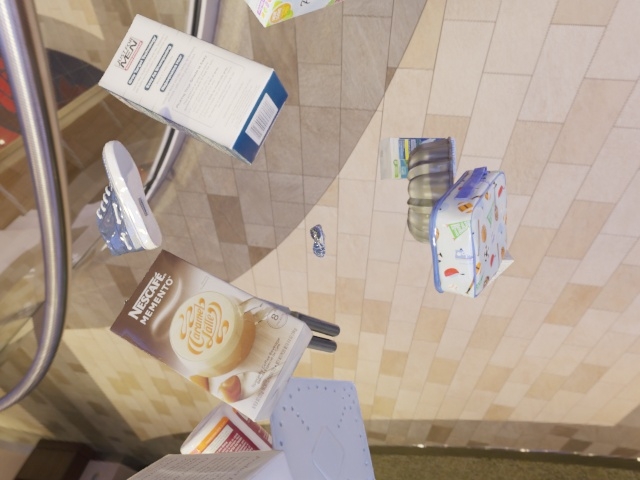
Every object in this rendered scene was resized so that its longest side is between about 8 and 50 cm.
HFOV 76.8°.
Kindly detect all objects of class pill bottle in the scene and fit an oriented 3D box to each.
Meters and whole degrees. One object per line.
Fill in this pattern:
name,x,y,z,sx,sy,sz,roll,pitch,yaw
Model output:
pill bottle,-0.247,0.737,1.339,0.392,0.224,0.224,45,130,1

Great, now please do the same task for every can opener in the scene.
can opener,-0.073,0.184,0.865,0.095,0.076,0.283,-1,160,39

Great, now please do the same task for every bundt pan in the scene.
bundt pan,0.323,-0.138,1.209,0.124,0.331,0.331,0,132,14

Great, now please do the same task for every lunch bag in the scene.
lunch bag,0.347,-0.032,0.929,0.115,0.303,0.243,4,121,36

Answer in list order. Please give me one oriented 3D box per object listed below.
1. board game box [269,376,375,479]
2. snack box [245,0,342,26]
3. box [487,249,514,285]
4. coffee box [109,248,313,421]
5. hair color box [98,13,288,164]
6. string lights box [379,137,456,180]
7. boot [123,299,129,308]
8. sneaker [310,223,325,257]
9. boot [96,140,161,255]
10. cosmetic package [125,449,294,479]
board game box,0.005,0.570,1.066,0.050,0.390,0.390,-30,146,28
snack box,0.005,-0.407,0.556,0.070,0.207,0.174,53,149,0
box,0.497,0.078,1.249,0.126,0.072,0.137,1,139,-26
coffee box,-0.154,0.135,0.590,0.246,0.141,0.098,24,163,15
hair color box,-0.260,-0.311,0.833,0.347,0.174,0.105,28,178,15
string lights box,0.331,-0.276,1.367,0.259,0.077,0.133,-6,95,-21
boot,-0.526,0.240,1.189,0.137,0.198,0.077,2,110,-12
sneaker,0.000,0.000,1.517,0.052,0.058,0.135,5,120,22
boot,-0.345,-0.065,0.680,0.086,0.069,0.190,-14,104,4
cosmetic package,-0.244,0.594,0.675,0.393,0.329,0.327,-24,82,36
